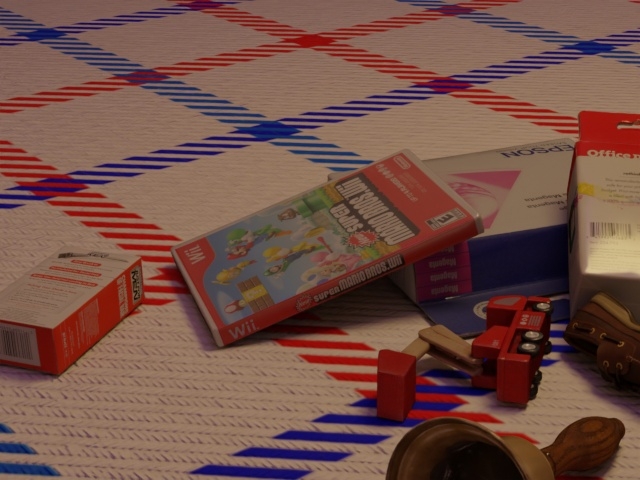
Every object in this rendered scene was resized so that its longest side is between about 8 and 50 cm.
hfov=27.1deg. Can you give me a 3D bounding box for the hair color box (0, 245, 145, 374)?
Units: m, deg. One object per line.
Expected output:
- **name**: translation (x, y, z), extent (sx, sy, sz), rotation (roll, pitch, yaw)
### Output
- **hair color box**: translation (-0.250, 0.064, 1.283), extent (0.093, 0.053, 0.167), rotation (8, 26, 21)

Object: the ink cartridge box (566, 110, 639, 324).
- **ink cartridge box**: translation (0.319, -0.024, 1.330), extent (0.134, 0.078, 0.231), rotation (5, 48, 4)

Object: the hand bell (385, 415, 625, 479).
- **hand bell**: translation (0.168, 0.172, 1.009), extent (0.126, 0.126, 0.242), rotation (18, 17, 35)

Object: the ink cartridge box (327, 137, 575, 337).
- **ink cartridge box**: translation (0.213, -0.017, 1.444), extent (0.324, 0.071, 0.330), rotation (-9, 24, -20)

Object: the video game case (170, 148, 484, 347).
- **video game case**: translation (0.000, 0.000, 1.359), extent (0.285, 0.025, 0.204), rotation (-24, 28, -8)

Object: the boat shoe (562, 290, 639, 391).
- **boat shoe**: translation (0.278, 0.109, 1.177), extent (0.060, 0.064, 0.178), rotation (-37, 31, -3)

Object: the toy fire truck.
- **toy fire truck**: translation (0.132, 0.102, 1.198), extent (0.135, 0.047, 0.192), rotation (5, 24, 16)
